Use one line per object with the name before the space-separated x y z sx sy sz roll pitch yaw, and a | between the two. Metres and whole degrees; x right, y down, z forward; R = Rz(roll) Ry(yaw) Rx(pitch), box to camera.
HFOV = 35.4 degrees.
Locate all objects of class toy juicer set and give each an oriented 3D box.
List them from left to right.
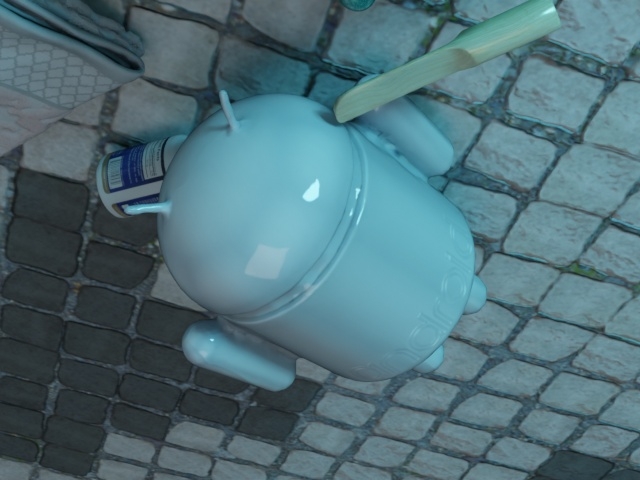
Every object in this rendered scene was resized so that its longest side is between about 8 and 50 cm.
toy juicer set | 0.098 -0.249 0.714 0.209 0.089 0.329 -7 130 -2

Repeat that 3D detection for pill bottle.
pill bottle | -0.150 -0.065 0.970 0.120 0.067 0.067 -12 135 22

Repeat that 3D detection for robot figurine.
robot figurine | 0.000 0.000 0.895 0.353 0.200 0.300 31 92 -40

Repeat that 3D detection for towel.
towel | -0.366 -0.149 0.832 0.317 0.053 0.332 -22 153 30
